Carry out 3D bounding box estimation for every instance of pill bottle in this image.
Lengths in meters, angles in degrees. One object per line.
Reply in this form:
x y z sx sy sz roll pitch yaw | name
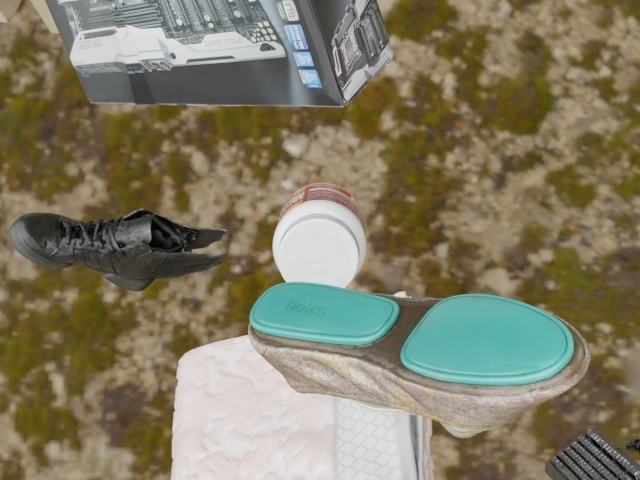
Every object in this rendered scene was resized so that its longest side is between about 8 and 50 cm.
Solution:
0.000 0.000 1.860 0.121 0.221 0.121 0 101 2 | pill bottle

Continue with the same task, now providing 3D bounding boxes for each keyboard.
0.300 0.233 1.498 0.108 0.180 0.023 -30 100 -2 | keyboard

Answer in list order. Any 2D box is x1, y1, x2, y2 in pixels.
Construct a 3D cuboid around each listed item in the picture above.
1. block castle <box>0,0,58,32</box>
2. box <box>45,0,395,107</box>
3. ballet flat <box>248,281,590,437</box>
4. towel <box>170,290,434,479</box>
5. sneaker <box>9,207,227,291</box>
-0.236 -0.371 1.276 0.453 0.213 0.303 12 62 26 | block castle
-0.106 -0.239 0.960 0.243 0.076 0.307 5 127 36 | box
0.082 0.097 1.120 0.316 0.106 0.107 10 46 43 | ballet flat
-0.028 0.223 1.580 0.317 0.053 0.331 -18 44 19 | towel
-0.172 -0.002 1.233 0.089 0.170 0.051 -35 46 40 | sneaker
